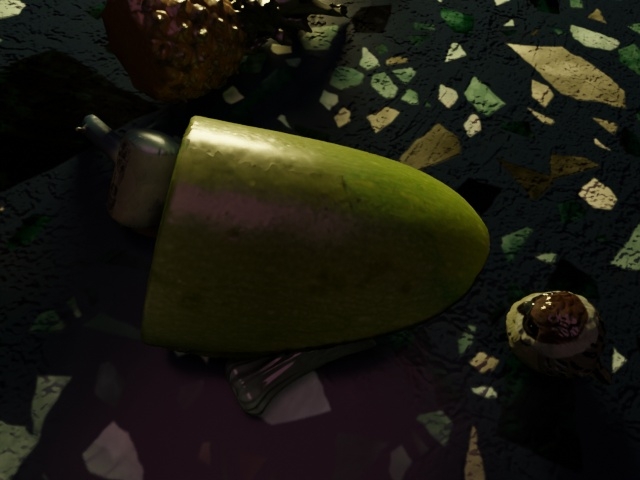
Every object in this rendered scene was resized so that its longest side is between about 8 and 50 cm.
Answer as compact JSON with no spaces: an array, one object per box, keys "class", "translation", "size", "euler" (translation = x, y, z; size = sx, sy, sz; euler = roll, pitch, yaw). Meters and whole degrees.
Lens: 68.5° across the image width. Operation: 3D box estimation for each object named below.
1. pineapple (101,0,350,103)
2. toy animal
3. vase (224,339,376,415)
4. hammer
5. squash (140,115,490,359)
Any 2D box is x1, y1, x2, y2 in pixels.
[{"class":"pineapple","translation":[-0.114,-0.322,0.660],"size":[0.165,0.165,0.364],"euler":[41,59,13]},{"class":"toy animal","translation":[0.272,0.109,0.507],"size":[0.137,0.098,0.098],"euler":[33,66,10]},{"class":"vase","translation":[-0.025,0.117,0.489],"size":[0.149,0.081,0.081],"euler":[-31,71,-13]},{"class":"hammer","translation":[-0.243,-0.102,0.570],"size":[0.194,0.116,0.069],"euler":[37,27,30]},{"class":"squash","translation":[0.000,0.000,0.494],"size":[0.309,0.210,0.233],"euler":[13,43,-16]}]
